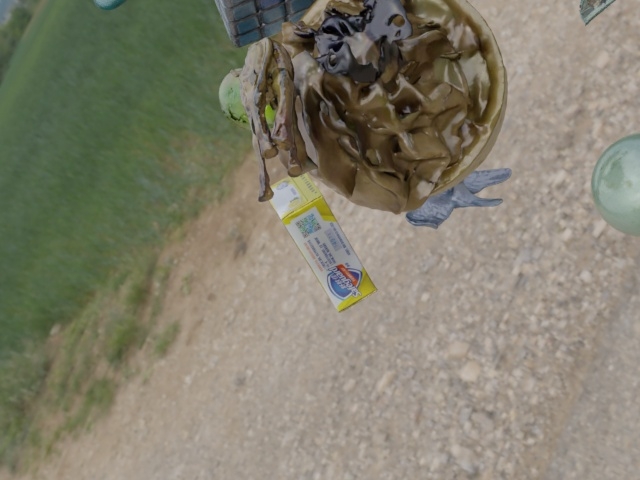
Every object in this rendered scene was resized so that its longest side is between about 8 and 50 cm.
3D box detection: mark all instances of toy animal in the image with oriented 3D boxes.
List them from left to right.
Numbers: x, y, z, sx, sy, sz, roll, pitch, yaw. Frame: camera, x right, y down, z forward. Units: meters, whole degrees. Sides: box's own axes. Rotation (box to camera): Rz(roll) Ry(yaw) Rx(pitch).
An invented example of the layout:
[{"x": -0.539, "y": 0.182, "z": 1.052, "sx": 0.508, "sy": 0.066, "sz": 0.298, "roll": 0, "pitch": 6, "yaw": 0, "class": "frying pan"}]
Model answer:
[{"x": -0.059, "y": -0.149, "z": 0.944, "sx": 0.275, "sy": 0.054, "sz": 0.149, "roll": -109, "pitch": 14, "yaw": -52, "class": "toy animal"}, {"x": 0.254, "y": -0.095, "z": 1.837, "sx": 0.239, "sy": 0.176, "sz": 0.255, "roll": -38, "pitch": 52, "yaw": -24, "class": "toy animal"}]

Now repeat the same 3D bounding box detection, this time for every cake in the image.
[{"x": 0.082, "y": -0.204, "z": 1.232, "sx": 0.332, "sy": 0.332, "sz": 0.321, "roll": -57, "pitch": -11, "yaw": 12, "class": "cake"}]

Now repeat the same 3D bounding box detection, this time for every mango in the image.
[{"x": -0.108, "y": -0.241, "z": 1.577, "sx": 0.233, "sy": 0.125, "sz": 0.111, "roll": -136, "pitch": 39, "yaw": -76, "class": "mango"}]

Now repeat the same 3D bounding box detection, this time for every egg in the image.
[{"x": 0.463, "y": -0.081, "z": 1.321, "sx": 0.149, "sy": 0.149, "sz": 0.192, "roll": -49, "pitch": -9, "yaw": 30, "class": "egg"}]

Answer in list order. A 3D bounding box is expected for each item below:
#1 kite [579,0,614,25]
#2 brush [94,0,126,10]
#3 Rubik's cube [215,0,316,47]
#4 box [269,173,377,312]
[{"x": 0.510, "y": -0.561, "z": 1.717, "sx": 0.011, "sy": 0.314, "sz": 0.335, "roll": 36, "pitch": -124, "yaw": -79, "class": "kite"}, {"x": -0.234, "y": -0.386, "z": 1.278, "sx": 0.193, "sy": 0.043, "sz": 0.032, "roll": -37, "pitch": 17, "yaw": 8, "class": "brush"}, {"x": -0.078, "y": -0.473, "z": 1.396, "sx": 0.237, "sy": 0.237, "sz": 0.238, "roll": 73, "pitch": 173, "yaw": -73, "class": "Rubik's cube"}, {"x": 0.000, "y": 0.000, "z": 1.920, "sx": 0.097, "sy": 0.265, "sz": 0.168, "roll": -32, "pitch": 31, "yaw": -2, "class": "box"}]
